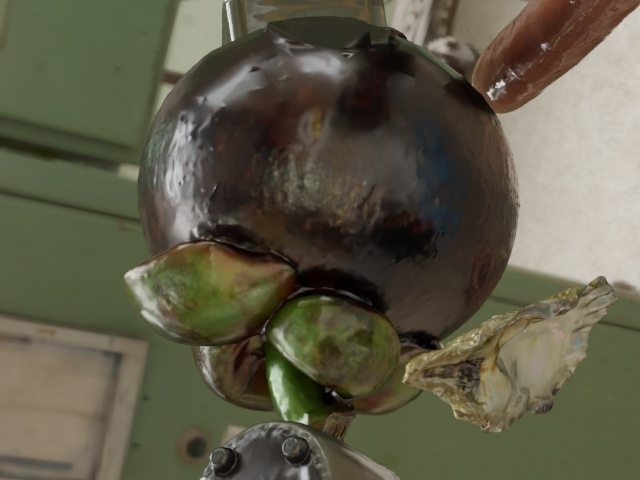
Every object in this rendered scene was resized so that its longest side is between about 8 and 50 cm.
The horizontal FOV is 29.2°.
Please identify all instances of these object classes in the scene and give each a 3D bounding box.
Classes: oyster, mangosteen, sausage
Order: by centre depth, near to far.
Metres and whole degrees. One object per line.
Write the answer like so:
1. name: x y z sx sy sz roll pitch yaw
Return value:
1. oyster: 0.125 0.071 0.731 0.146 0.121 0.045 -44 42 -18
2. mangosteen: 0.004 -0.019 0.927 0.311 0.311 0.311 -35 49 54
3. sausage: 0.244 -0.222 1.156 0.433 0.088 0.087 130 143 -62

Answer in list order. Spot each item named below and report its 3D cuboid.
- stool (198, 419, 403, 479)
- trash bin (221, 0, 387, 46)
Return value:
1. stool: -0.007 0.142 0.613 0.096 0.110 0.096 -15 56 23
2. trash bin: -0.003 -0.117 1.224 0.122 0.164 0.240 100 162 -65
